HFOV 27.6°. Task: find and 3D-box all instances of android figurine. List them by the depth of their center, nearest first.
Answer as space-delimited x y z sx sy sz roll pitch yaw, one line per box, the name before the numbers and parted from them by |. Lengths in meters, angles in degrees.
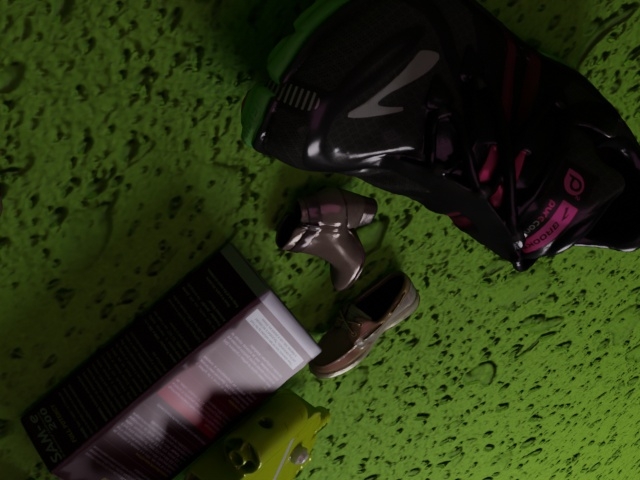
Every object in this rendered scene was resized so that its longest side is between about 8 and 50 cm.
android figurine | -0.080 0.246 1.255 0.273 0.056 0.248 -32 151 -51

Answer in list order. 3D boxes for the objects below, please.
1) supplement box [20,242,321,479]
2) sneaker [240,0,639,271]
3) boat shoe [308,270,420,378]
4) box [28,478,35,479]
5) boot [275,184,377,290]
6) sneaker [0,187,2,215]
supplement box | -0.128 0.127 1.152 0.239 0.073 0.130 -40 143 -4
sneaker | 0.140 -0.087 1.072 0.483 0.202 0.185 6 121 -45
boat shoe | 0.038 0.079 1.276 0.135 0.050 0.045 -42 141 -17
box | -0.222 0.325 1.241 0.060 0.100 0.244 -37 142 -6
boot | 0.000 0.000 1.174 0.087 0.042 0.118 -4 128 -31
sneaker | -0.312 0.014 0.894 0.192 0.064 0.086 -20 145 -26
